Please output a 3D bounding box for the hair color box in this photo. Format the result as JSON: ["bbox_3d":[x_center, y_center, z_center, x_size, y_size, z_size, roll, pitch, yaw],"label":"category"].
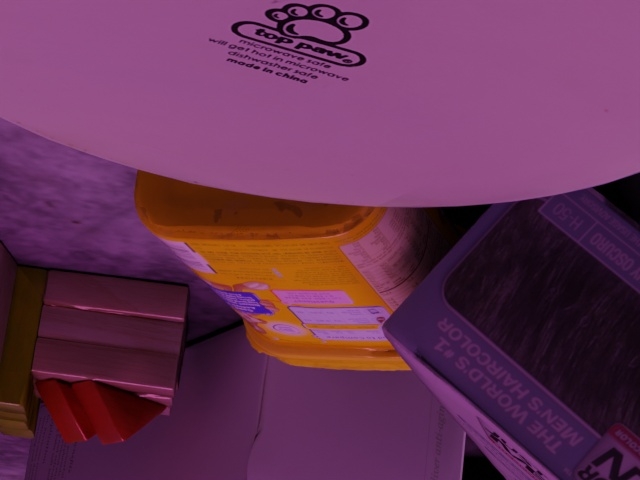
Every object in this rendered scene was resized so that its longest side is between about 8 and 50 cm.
[{"bbox_3d":[0.172,0.114,0.972,0.185,0.113,0.374,41,177,25],"label":"hair color box"}]

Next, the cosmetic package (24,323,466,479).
[{"bbox_3d":[-0.069,0.188,1.286,0.155,0.197,0.365,18,160,-28],"label":"cosmetic package"}]

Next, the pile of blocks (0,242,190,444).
[{"bbox_3d":[-0.240,0.060,1.107,0.362,0.113,0.149,16,159,-23],"label":"pile of blocks"}]

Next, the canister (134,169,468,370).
[{"bbox_3d":[0.000,0.000,0.909,0.126,0.073,0.170,0,158,20],"label":"canister"}]

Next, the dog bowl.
[{"bbox_3d":[-0.001,-0.103,0.565,0.265,0.104,0.265,6,161,2],"label":"dog bowl"}]
